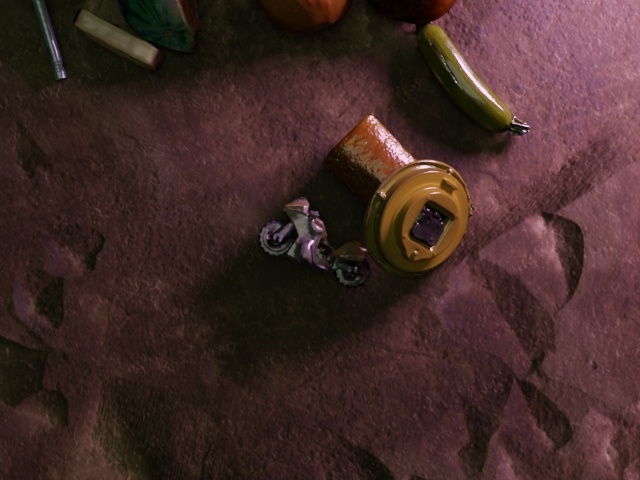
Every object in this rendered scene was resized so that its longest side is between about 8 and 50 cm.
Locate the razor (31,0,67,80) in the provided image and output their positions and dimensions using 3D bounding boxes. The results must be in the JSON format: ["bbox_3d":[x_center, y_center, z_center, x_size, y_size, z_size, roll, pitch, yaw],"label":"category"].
[{"bbox_3d":[-0.545,-0.433,1.936,0.068,0.106,0.232,-16,97,2],"label":"razor"}]

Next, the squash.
[{"bbox_3d":[0.276,-0.310,1.890,0.080,0.071,0.318,-41,86,-2],"label":"squash"}]

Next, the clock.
[{"bbox_3d":[0.192,-0.034,1.821,0.237,0.057,0.237,-11,115,-25],"label":"clock"}]

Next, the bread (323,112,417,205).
[{"bbox_3d":[0.107,-0.137,1.868,0.132,0.103,0.172,-44,86,-8],"label":"bread"}]

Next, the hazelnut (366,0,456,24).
[{"bbox_3d":[0.170,-0.504,1.859,0.204,0.178,0.178,27,87,-20],"label":"hazelnut"}]

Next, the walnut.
[{"bbox_3d":[-0.062,-0.536,1.860,0.203,0.203,0.298,-42,92,-1],"label":"walnut"}]

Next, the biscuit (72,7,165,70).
[{"bbox_3d":[-0.400,-0.399,1.932,0.188,0.056,0.052,28,87,3],"label":"biscuit"}]

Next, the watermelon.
[{"bbox_3d":[-0.337,-0.478,1.909,0.146,0.128,0.231,-14,79,13],"label":"watermelon"}]

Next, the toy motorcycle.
[{"bbox_3d":[0.000,0.000,1.871,0.229,0.094,0.130,23,83,-6],"label":"toy motorcycle"}]
